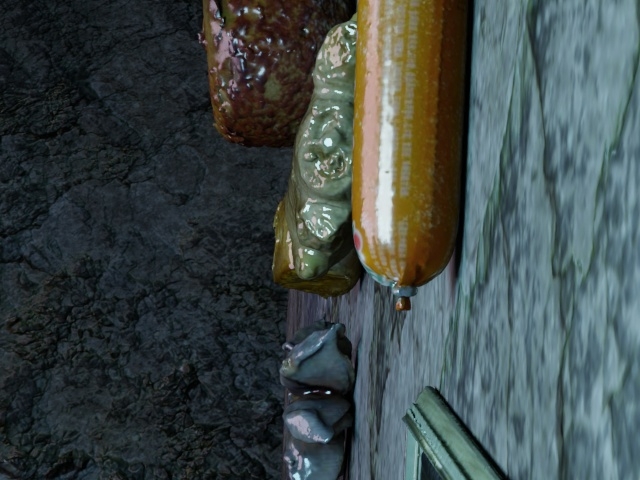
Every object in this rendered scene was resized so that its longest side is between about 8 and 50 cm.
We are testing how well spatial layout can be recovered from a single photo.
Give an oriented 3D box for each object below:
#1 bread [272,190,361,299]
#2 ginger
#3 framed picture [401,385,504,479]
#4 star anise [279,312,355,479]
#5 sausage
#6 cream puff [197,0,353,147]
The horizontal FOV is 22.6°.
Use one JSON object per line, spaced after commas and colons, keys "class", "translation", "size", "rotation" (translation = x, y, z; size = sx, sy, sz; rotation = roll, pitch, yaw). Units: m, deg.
{"class": "bread", "translation": [0.002, 0.000, 1.319], "size": [0.070, 0.076, 0.083], "rotation": [134, 141, -68]}
{"class": "ginger", "translation": [0.014, -0.059, 1.169], "size": [0.213, 0.074, 0.137], "rotation": [109, 165, -57]}
{"class": "framed picture", "translation": [0.047, 0.193, 0.662], "size": [0.296, 0.019, 0.232], "rotation": [-138, 51, -87]}
{"class": "star anise", "translation": [-0.006, 0.151, 1.363], "size": [0.208, 0.063, 0.172], "rotation": [172, 100, -87]}
{"class": "sausage", "translation": [0.045, -0.141, 0.752], "size": [0.053, 0.053, 0.348], "rotation": [120, 153, -84]}
{"class": "cream puff", "translation": [-0.045, -0.211, 1.640], "size": [0.240, 0.164, 0.240], "rotation": [-7, -90, -82]}
